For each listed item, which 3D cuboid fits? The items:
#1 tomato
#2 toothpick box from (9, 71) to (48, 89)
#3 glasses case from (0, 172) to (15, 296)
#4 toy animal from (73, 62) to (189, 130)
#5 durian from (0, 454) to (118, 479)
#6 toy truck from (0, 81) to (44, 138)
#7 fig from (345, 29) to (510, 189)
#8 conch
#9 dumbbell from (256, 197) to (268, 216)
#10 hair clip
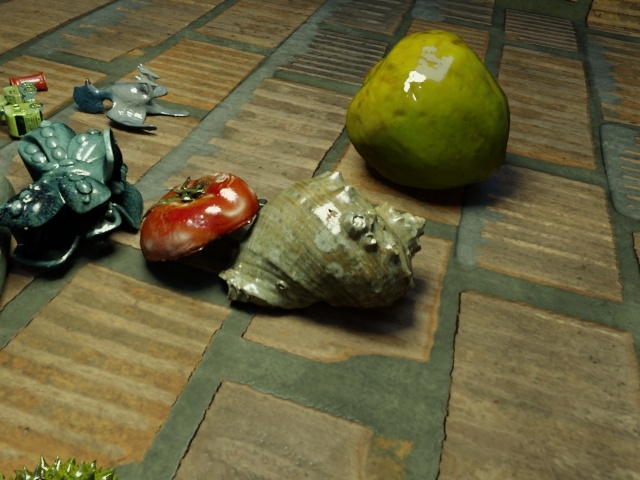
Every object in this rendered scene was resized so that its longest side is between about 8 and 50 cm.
[{"bbox_3d":[-0.218,-0.057,0.962,0.227,0.101,0.228,-18,21,7],"label":"tomato"},{"bbox_3d":[-0.746,-0.400,1.392,0.083,0.047,0.047,-20,47,-27],"label":"toothpick box"},{"bbox_3d":[-0.593,0.002,0.909,0.131,0.074,0.323,-19,45,-7],"label":"glasses case"},{"bbox_3d":[-0.463,-0.349,1.354,0.255,0.176,0.239,30,36,-28],"label":"toy animal"},{"bbox_3d":[-0.253,0.334,0.486,0.290,0.225,0.291,-17,12,4],"label":"durian"},{"bbox_3d":[-0.699,-0.302,1.261,0.100,0.077,0.169,-14,46,-27],"label":"toy truck"},{"bbox_3d":[0.240,-0.259,1.175,0.342,0.344,0.344,4,40,-3],"label":"fig"},{"bbox_3d":[0.002,-0.015,0.932,0.351,0.210,0.297,-4,33,-14],"label":"conch"},{"bbox_3d":[-0.088,-0.060,1.095,0.083,0.040,0.036,9,72,4],"label":"dumbbell"},{"bbox_3d":[-0.444,-0.091,0.990,0.206,0.195,0.310,-12,44,-4],"label":"hair clip"}]
